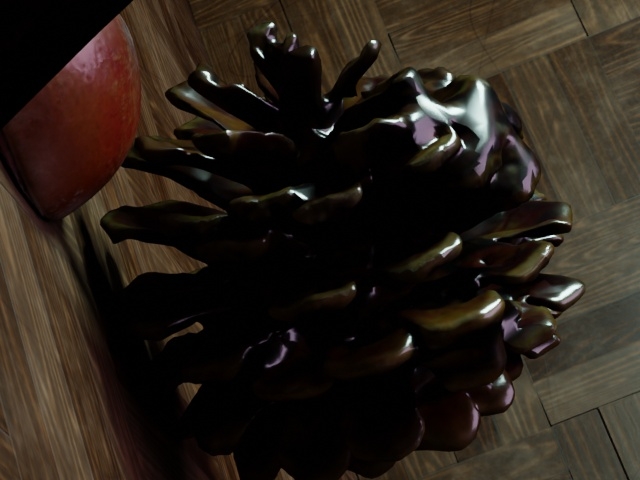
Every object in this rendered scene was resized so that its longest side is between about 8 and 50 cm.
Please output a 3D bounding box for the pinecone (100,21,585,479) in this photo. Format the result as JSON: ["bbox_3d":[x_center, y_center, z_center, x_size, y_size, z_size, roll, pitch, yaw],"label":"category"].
[{"bbox_3d":[0.000,0.000,1.533,0.398,0.398,0.397,-22,90,-87],"label":"pinecone"}]

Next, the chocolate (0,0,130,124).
[{"bbox_3d":[-0.184,-0.208,1.138,0.186,0.283,0.283,46,7,-8],"label":"chocolate"}]

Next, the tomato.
[{"bbox_3d":[-0.192,-0.122,1.420,0.228,0.112,0.199,-100,170,-61],"label":"tomato"}]
